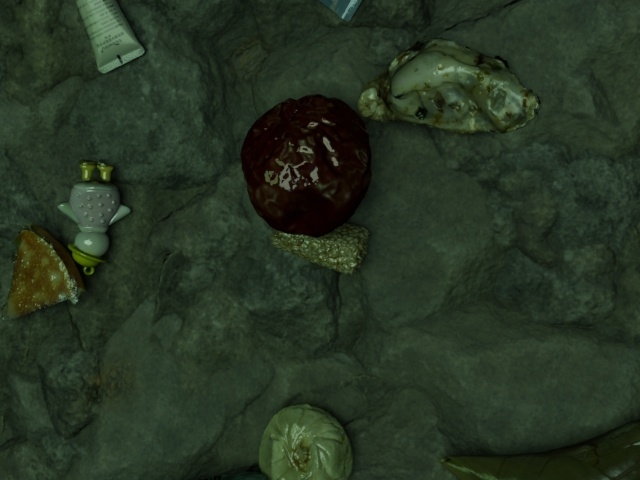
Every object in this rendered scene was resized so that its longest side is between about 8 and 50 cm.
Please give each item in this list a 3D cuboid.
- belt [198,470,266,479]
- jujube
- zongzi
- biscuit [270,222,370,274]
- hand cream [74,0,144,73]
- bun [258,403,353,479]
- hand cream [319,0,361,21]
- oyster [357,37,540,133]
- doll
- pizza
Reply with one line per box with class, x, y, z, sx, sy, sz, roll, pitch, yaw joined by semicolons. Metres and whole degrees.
belt;-0.192;0.484;1.657;0.257;0.207;0.150;-16;90;34
jujube;-0.020;-0.127;1.582;0.213;0.232;0.213;0;134;0
zongzi;0.387;0.354;1.585;0.300;0.145;0.274;38;94;14
biscuit;0.000;0.000;1.675;0.168;0.082;0.070;16;120;9
hand cream;-0.411;-0.442;1.753;0.095;0.059;0.276;-23;92;9
bun;-0.027;0.376;1.673;0.164;0.111;0.188;13;97;13
hand cream;-0.044;-0.484;1.682;0.271;0.058;0.091;32;100;3
oyster;0.215;-0.239;1.626;0.294;0.094;0.166;19;87;-10
doll;-0.406;-0.040;1.747;0.129;0.081;0.207;4;98;-21
pizza;-0.518;0.080;1.781;0.195;0.052;0.185;-46;72;21
